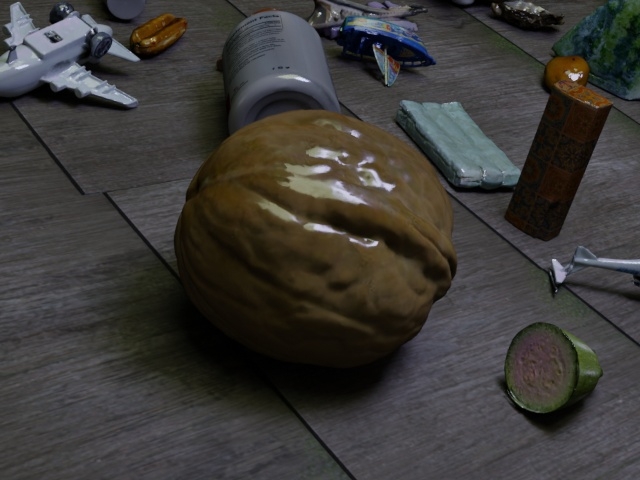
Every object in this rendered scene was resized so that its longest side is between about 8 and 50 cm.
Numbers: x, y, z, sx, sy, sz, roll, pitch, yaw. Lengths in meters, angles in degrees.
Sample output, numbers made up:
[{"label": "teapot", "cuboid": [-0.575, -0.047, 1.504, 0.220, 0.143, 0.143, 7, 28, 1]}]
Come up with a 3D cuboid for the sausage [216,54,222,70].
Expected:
[{"label": "sausage", "cuboid": [-0.142, -0.305, 1.861, 0.026, 0.026, 0.116, 17, 33, 2]}]

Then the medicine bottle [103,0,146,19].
[{"label": "medicine bottle", "cuboid": [-0.326, -0.426, 1.912, 0.079, 0.079, 0.140, 5, 35, -16]}]

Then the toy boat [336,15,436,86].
[{"label": "toy boat", "cuboid": [0.112, -0.306, 1.934, 0.175, 0.091, 0.110, 11, 67, -13]}]

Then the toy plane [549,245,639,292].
[{"label": "toy plane", "cuboid": [0.453, 0.034, 1.536, 0.273, 0.107, 0.182, 18, 28, 12]}]

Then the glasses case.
[{"label": "glasses case", "cuboid": [0.324, -0.108, 1.584, 0.075, 0.218, 0.049, 37, 40, 29]}]

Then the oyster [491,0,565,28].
[{"label": "oyster", "cuboid": [0.408, -0.444, 2.264, 0.148, 0.051, 0.103, 20, 15, 6]}]

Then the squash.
[{"label": "squash", "cuboid": [0.290, 0.151, 1.328, 0.132, 0.105, 0.105, 10, 29, -44]}]

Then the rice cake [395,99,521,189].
[{"label": "rice cake", "cuboid": [0.211, -0.145, 1.755, 0.124, 0.038, 0.211, -1, 37, -23]}]

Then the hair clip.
[{"label": "hair clip", "cuboid": [0.079, -0.405, 2.057, 0.292, 0.084, 0.106, -9, 35, -40]}]

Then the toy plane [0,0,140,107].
[{"label": "toy plane", "cuboid": [-0.381, -0.268, 1.639, 0.251, 0.101, 0.255, 40, 39, 14]}]

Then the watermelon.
[{"label": "watermelon", "cuboid": [0.609, -0.374, 2.140, 0.310, 0.232, 0.193, -33, 43, 8]}]

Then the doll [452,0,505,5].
[{"label": "doll", "cuboid": [0.282, -0.542, 2.303, 0.243, 0.159, 0.311, -33, 32, -34]}]

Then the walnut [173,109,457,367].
[{"label": "walnut", "cuboid": [0.001, -0.001, 1.268, 0.313, 0.252, 0.277, 20, 32, -11]}]

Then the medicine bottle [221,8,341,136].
[{"label": "medicine bottle", "cuboid": [-0.063, -0.233, 1.667, 0.157, 0.157, 0.288, 7, 34, -13]}]

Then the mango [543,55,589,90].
[{"label": "mango", "cuboid": [0.440, -0.297, 2.054, 0.080, 0.060, 0.114, 5, 33, 13]}]

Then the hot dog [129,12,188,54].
[{"label": "hot dog", "cuboid": [-0.258, -0.328, 1.836, 0.062, 0.038, 0.144, 19, 31, 11]}]
